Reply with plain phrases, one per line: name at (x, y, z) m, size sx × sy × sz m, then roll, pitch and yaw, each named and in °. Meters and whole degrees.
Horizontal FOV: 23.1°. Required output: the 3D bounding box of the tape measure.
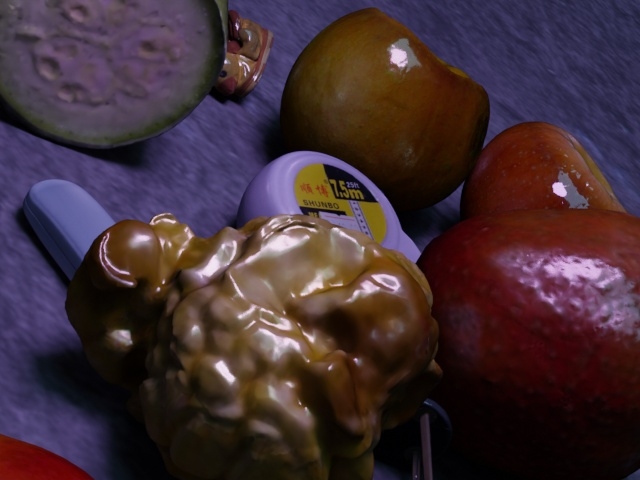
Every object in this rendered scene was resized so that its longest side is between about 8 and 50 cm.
tape measure at (0.001, -0.003, 1.625) m, size 0.196 × 0.105 × 0.178 m, roll 7°, pitch 49°, yaw -34°

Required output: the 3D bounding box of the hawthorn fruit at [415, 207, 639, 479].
hawthorn fruit at (0.196, 0.093, 1.544) m, size 0.369 × 0.284 × 0.284 m, roll 11°, pitch 35°, yaw -1°

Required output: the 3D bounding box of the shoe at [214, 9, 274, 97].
shoe at (-0.101, -0.216, 1.828) m, size 0.069 × 0.072 × 0.109 m, roll 37°, pitch 71°, yaw -19°

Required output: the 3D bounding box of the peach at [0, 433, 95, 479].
peach at (-0.248, 0.265, 0.838) m, size 0.370 × 0.370 × 0.370 m, roll 24°, pitch 35°, yaw -17°

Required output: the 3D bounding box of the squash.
squash at (-0.227, -0.314, 1.664) m, size 0.263 × 0.263 × 0.384 m, roll 22°, pitch 34°, yaw -20°

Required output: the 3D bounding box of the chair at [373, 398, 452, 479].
chair at (0.074, 0.219, 1.406) m, size 0.104 × 0.095 × 0.221 m, roll 37°, pitch 30°, yaw -20°

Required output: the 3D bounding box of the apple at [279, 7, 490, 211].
apple at (0.074, -0.147, 1.756) m, size 0.237 × 0.207 × 0.237 m, roll 25°, pitch 24°, yaw -12°

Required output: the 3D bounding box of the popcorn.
popcorn at (-0.058, 0.099, 1.337) m, size 0.332 × 0.225 × 0.265 m, roll 19°, pitch 57°, yaw -11°

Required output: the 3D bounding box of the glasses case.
glasses case at (-0.211, 0.011, 1.460) m, size 0.067 × 0.045 × 0.178 m, roll -13°, pitch 55°, yaw -49°

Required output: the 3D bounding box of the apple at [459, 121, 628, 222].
apple at (0.253, -0.024, 1.801) m, size 0.210 × 0.173 × 0.235 m, roll 47°, pitch 17°, yaw -17°
